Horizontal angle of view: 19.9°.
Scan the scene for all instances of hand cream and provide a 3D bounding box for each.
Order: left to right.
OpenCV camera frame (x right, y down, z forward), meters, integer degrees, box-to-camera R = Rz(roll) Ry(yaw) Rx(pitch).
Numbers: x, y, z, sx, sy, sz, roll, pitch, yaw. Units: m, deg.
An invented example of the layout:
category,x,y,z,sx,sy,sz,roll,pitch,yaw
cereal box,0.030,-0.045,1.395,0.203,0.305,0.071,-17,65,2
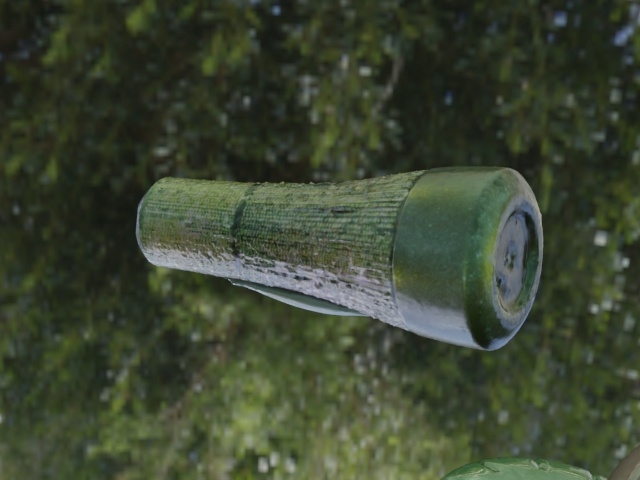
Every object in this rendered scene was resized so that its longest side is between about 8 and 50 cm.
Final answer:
category,x,y,z,sx,sy,sz,roll,pitch,yaw
hand cream,0.000,0.000,0.870,0.203,0.084,0.084,6,-142,27

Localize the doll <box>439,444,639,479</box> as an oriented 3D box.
category,x,y,z,sx,sy,sz,roll,pitch,yaw
doll,0.199,0.191,0.864,0.284,0.216,0.268,0,-151,-33
